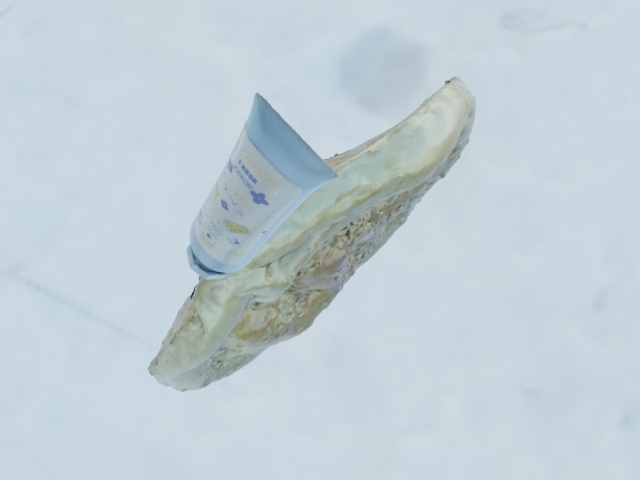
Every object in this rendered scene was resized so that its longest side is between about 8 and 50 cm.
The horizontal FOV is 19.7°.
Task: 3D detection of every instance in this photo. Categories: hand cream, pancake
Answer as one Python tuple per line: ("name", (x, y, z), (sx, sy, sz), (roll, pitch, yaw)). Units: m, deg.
("hand cream", (-0.041, -0.023, 1.072), (0.065, 0.171, 0.043), (45, 60, 3))
("pancake", (0.000, 0.000, 1.619), (0.082, 0.387, 0.387), (45, 62, 8))
